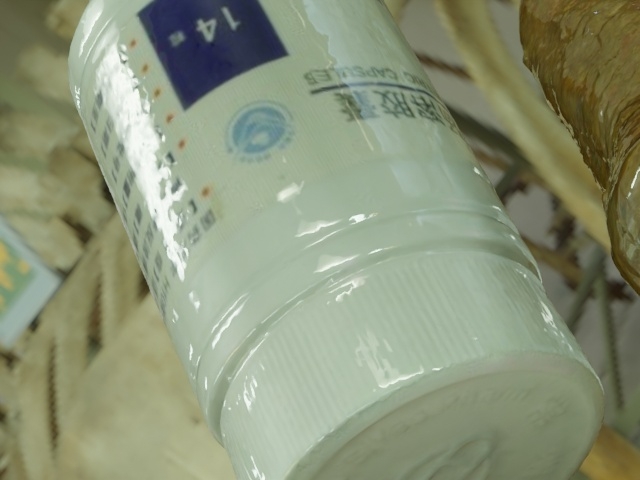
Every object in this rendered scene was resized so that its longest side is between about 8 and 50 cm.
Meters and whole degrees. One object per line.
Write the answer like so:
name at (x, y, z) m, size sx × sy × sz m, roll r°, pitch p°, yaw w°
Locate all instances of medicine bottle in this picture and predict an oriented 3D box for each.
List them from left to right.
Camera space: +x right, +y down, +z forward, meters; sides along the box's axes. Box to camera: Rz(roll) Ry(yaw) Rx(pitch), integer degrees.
medicine bottle at (0.000, 0.000, 0.916) m, size 0.190 × 0.190 × 0.332 m, roll -49°, pitch 51°, yaw 30°

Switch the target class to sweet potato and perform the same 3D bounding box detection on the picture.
sweet potato at (0.144, -0.047, 0.672) m, size 0.092 × 0.114 × 0.341 m, roll -53°, pitch 11°, yaw 16°
